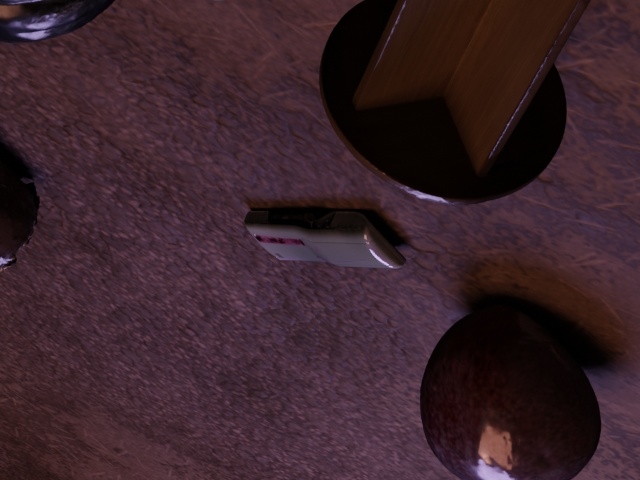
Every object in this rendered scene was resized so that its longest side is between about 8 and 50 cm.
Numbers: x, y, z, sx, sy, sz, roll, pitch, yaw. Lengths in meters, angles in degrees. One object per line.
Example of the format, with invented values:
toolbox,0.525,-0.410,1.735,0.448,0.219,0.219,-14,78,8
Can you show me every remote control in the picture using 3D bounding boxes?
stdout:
remote control,0.000,0.000,1.720,0.166,0.029,0.065,2,146,47

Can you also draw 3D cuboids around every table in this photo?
table,0.106,-0.149,1.166,0.167,0.167,0.227,28,148,1

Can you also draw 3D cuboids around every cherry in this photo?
cherry,0.166,0.146,1.698,0.176,0.140,0.176,35,154,20

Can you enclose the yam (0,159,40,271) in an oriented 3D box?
yam,-0.406,-0.086,1.879,0.131,0.131,0.280,0,143,48

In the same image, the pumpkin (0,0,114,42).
pumpkin,-0.215,-0.238,1.277,0.220,0.162,0.220,52,162,25
